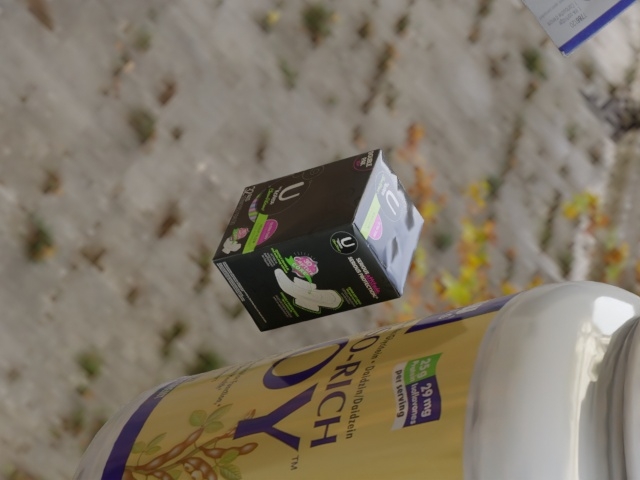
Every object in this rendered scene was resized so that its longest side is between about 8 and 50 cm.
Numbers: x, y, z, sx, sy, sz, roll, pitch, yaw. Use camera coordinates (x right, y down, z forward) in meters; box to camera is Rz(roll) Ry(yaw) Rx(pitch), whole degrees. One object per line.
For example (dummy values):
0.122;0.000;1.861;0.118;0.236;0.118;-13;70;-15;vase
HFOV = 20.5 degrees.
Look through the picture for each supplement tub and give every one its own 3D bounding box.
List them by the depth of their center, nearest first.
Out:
0.066;0.154;0.837;0.331;0.241;0.241;-17;-148;30;supplement tub

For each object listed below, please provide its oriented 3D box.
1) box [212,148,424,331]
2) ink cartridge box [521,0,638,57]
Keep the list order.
0.000;0.000;0.882;0.083;0.052;0.062;-14;-146;29;box
0.118;-0.294;1.161;0.065;0.332;0.165;-36;180;-32;ink cartridge box
